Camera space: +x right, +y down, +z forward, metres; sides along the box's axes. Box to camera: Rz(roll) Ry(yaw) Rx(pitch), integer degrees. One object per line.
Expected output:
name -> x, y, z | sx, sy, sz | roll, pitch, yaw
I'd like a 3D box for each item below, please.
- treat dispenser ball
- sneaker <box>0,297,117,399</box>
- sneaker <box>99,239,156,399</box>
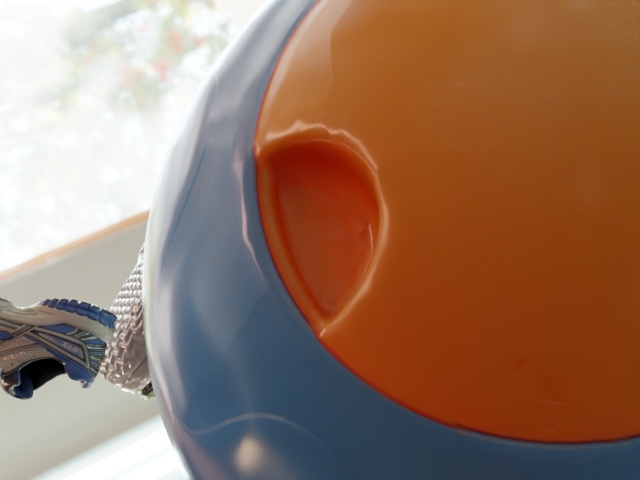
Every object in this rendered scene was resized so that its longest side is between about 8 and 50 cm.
treat dispenser ball -> 0.082, 0.019, 0.615 | 0.288, 0.288, 0.288 | 29, -49, 39
sneaker -> -0.193, 0.066, 1.071 | 0.135, 0.052, 0.058 | 0, -109, 19
sneaker -> 0.000, 0.000, 1.263 | 0.210, 0.365, 0.137 | 34, -37, -12
